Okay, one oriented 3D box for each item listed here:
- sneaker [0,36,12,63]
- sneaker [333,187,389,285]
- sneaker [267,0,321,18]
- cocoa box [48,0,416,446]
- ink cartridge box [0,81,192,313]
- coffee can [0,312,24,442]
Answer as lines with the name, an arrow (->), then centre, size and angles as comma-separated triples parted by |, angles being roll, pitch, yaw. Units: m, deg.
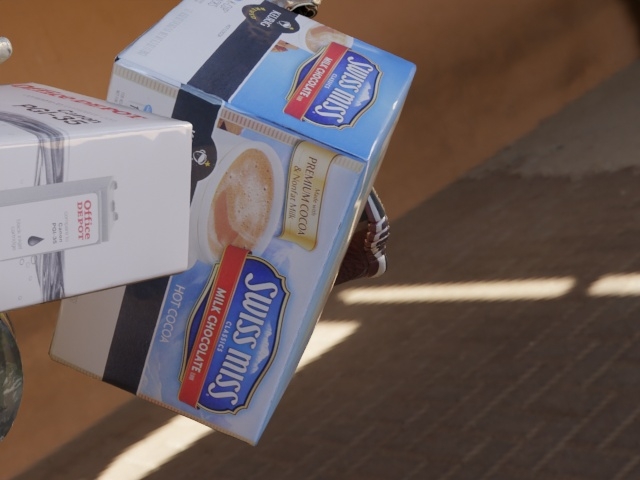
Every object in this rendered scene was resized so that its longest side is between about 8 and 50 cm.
sneaker -> -0.434, -0.188, 1.309 | 0.191, 0.071, 0.083 | -21, 2, 29
sneaker -> 0.000, 0.000, 1.464 | 0.163, 0.106, 0.281 | -25, -30, -7
sneaker -> -0.024, -0.297, 1.315 | 0.188, 0.071, 0.066 | -49, 11, -33
cocoa box -> -0.084, -0.026, 1.071 | 0.228, 0.347, 0.231 | 23, 33, 3
ink cartridge box -> -0.256, -0.032, 0.748 | 0.207, 0.117, 0.283 | 18, 20, 39
coffee can -> -0.430, 0.136, 1.214 | 0.202, 0.201, 0.275 | -25, 9, -15
